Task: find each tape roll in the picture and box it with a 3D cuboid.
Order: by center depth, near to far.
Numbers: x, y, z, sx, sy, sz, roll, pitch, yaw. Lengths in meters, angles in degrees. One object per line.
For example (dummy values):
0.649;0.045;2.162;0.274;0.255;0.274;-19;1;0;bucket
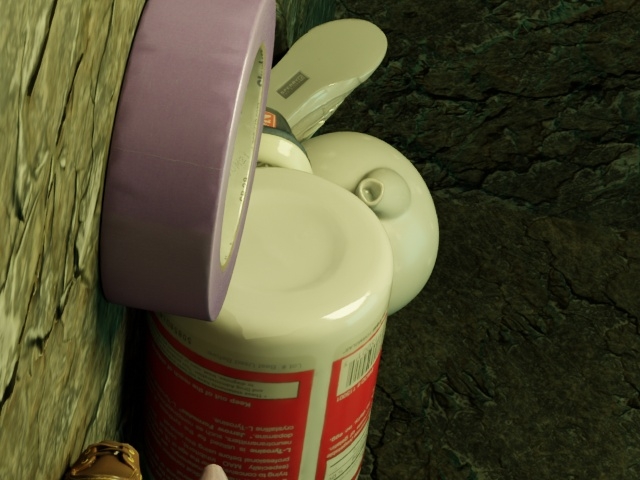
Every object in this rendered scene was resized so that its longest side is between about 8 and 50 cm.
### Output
-0.104;-0.076;1.333;0.275;0.090;0.275;11;90;-88;tape roll

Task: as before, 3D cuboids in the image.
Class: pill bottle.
-0.061;0.146;1.615;0.229;0.229;0.408;-78;177;-47;pill bottle

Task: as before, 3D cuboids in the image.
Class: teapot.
0.000;0.000;1.947;0.187;0.252;0.256;-24;126;-47;teapot

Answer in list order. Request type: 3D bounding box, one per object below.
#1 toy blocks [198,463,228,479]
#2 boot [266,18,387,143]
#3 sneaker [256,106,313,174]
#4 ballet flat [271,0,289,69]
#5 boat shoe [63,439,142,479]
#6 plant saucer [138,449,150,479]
-0.093;0.285;1.266;0.288;0.308;0.260;124;-31;-58;toy blocks
-0.027;-0.172;2.035;0.258;0.095;0.123;-36;163;-28;boot
-0.073;-0.088;1.734;0.350;0.131;0.148;129;-25;-73;sneaker
-0.067;-0.253;2.011;0.173;0.057;0.049;103;-22;-65;ballet flat
-0.170;0.184;1.265;0.178;0.064;0.060;126;-30;-80;boat shoe
-0.196;0.286;1.644;0.192;0.018;0.067;-73;173;-67;plant saucer
